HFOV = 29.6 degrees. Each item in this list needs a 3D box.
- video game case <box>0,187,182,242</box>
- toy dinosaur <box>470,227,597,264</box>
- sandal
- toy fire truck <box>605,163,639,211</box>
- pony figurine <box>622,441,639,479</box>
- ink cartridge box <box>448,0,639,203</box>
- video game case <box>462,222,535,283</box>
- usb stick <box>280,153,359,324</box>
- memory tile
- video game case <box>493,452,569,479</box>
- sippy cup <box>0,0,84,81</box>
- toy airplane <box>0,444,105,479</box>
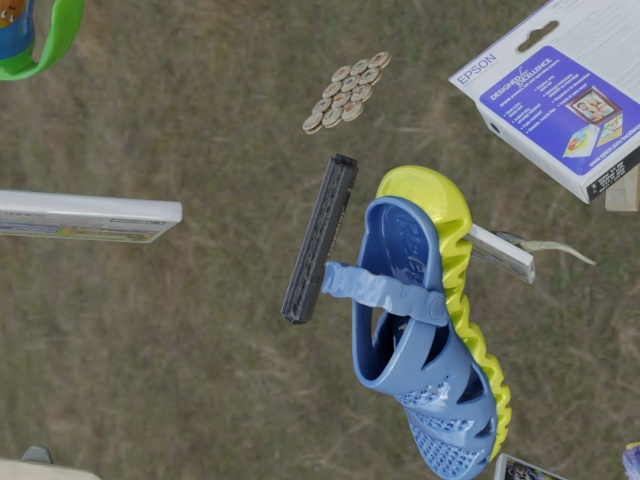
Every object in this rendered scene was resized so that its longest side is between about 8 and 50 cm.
[{"bbox_3d":[-0.267,-0.025,1.273,0.193,0.212,0.023,158,115,-72],"label":"video game case"},{"bbox_3d":[0.303,0.011,1.970,0.268,0.118,0.064,6,88,39],"label":"toy dinosaur"},{"bbox_3d":[0.080,0.097,1.111,0.126,0.138,0.317,8,124,46],"label":"sandal"},{"bbox_3d":[0.413,-0.166,1.493,0.217,0.158,0.246,20,142,50],"label":"toy fire truck"},{"bbox_3d":[0.477,0.428,1.530,0.303,0.351,0.363,-13,71,22],"label":"pony figurine"},{"bbox_3d":[0.272,-0.160,1.220,0.208,0.206,0.045,46,170,37],"label":"ink cartridge box"},{"bbox_3d":[0.162,0.008,1.141,0.087,0.122,0.011,29,86,14],"label":"video game case"},{"bbox_3d":[0.000,0.000,1.917,0.045,0.077,0.278,19,94,23],"label":"usb stick"},{"bbox_3d":[0.038,-0.216,1.763,0.113,0.012,0.148,-14,38,42],"label":"memory tile"},{"bbox_3d":[0.283,0.341,1.390,0.173,0.190,0.022,-67,-1,-56],"label":"video game case"},{"bbox_3d":[-0.428,-0.337,1.417,0.240,0.306,0.224,-103,31,-51],"label":"sippy cup"},{"bbox_3d":[-0.495,0.300,1.385,0.386,0.384,0.272,43,152,10],"label":"toy airplane"}]
